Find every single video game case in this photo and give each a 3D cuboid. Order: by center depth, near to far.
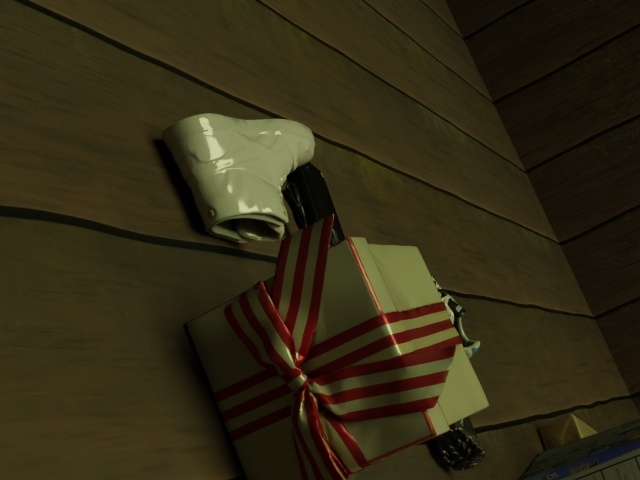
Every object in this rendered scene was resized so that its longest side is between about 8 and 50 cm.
[{"bbox_3d":[0.531,0.417,1.891,0.244,0.270,0.061,-2,68,-66],"label":"video game case"}]

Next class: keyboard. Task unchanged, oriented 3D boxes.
[{"bbox_3d":[0.000,0.000,1.516,0.201,0.033,0.317,36,32,-61],"label":"keyboard"}]

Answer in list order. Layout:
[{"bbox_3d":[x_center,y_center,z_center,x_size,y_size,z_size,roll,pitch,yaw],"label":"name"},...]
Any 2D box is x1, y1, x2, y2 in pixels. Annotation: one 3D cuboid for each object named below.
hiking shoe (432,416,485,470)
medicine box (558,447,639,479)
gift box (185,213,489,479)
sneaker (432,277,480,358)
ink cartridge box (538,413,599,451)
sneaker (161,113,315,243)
[{"bbox_3d":[0.177,0.257,1.564,0.226,0.086,0.114,59,7,-22],"label":"hiking shoe"},{"bbox_3d":[0.477,0.520,1.615,0.149,0.289,0.263,38,32,-43],"label":"medicine box"},{"bbox_3d":[0.031,0.126,1.111,0.255,0.276,0.258,62,22,13],"label":"gift box"},{"bbox_3d":[0.207,0.111,1.781,0.237,0.086,0.085,60,23,-1],"label":"sneaker"},{"bbox_3d":[0.573,0.512,2.127,0.193,0.088,0.234,37,32,-50],"label":"ink cartridge box"},{"bbox_3d":[-0.083,-0.073,1.328,0.293,0.108,0.169,-7,72,-57],"label":"sneaker"}]
